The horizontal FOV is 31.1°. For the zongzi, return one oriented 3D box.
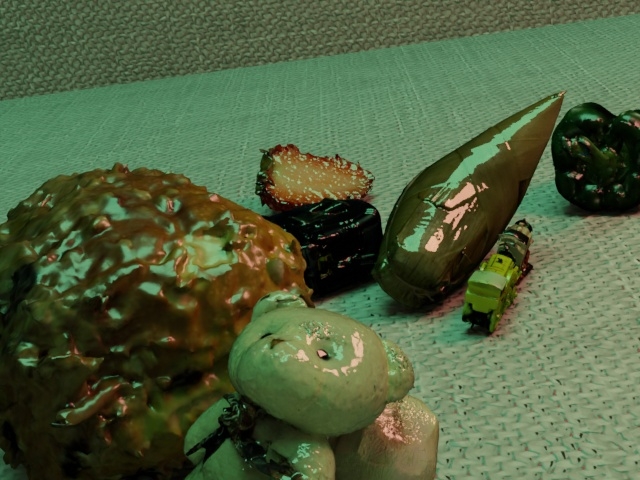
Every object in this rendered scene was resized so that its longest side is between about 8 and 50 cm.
[{"bbox_3d":[0.208,-0.064,1.534,0.300,0.145,0.274,-47,4,28],"label":"zongzi"}]

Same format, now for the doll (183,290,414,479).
[{"bbox_3d":[-0.056,0.176,0.980,0.175,0.278,0.149,27,-7,23],"label":"doll"}]

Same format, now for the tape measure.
[{"bbox_3d":[0.000,0.000,1.664,0.186,0.112,0.199,-18,22,-34],"label":"tape measure"}]

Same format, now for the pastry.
[{"bbox_3d":[-0.215,0.095,1.215,0.405,0.292,0.337,18,39,32],"label":"pastry"}]

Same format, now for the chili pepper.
[{"bbox_3d":[0.433,-0.125,1.765,0.173,0.165,0.261,20,24,20],"label":"chili pepper"}]

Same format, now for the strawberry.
[{"bbox_3d":[-0.019,-0.083,1.988,0.208,0.087,0.167,16,39,-5],"label":"strawberry"}]

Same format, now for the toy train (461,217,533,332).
[{"bbox_3d":[0.237,0.039,1.488,0.053,0.085,0.249,16,25,16],"label":"toy train"}]

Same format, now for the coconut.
[{"bbox_3d":[0.051,0.198,1.047,0.110,0.110,0.124,-2,41,18],"label":"coconut"}]
